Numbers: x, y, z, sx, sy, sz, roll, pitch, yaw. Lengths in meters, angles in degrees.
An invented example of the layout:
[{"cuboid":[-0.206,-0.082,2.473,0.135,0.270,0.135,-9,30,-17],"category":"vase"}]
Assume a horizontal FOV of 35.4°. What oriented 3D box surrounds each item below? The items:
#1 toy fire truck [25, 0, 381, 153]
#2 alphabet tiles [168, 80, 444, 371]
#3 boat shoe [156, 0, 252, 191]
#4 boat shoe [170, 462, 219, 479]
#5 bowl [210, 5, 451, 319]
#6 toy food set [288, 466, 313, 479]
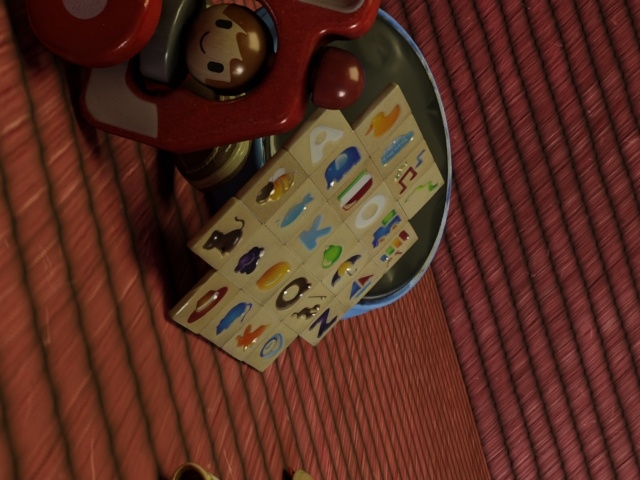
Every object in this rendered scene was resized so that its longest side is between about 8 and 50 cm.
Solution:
[{"cuboid":[-0.071,-0.215,0.805,0.169,0.253,0.302,5,101,-80],"category":"toy fire truck"},{"cuboid":[0.000,0.000,0.976,0.011,0.285,0.342,43,-2,26],"category":"alphabet tiles"},{"cuboid":[-0.134,-0.160,0.999,0.095,0.095,0.258,42,25,-41],"category":"boat shoe"},{"cuboid":[-0.090,0.234,0.721,0.170,0.063,0.059,-105,169,-53],"category":"boat shoe"},{"cuboid":[0.029,-0.100,1.192,0.391,0.077,0.391,3,86,-49],"category":"bowl"},{"cuboid":[-0.017,0.280,1.055,0.083,0.020,0.083,-77,147,-65],"category":"toy food set"}]
